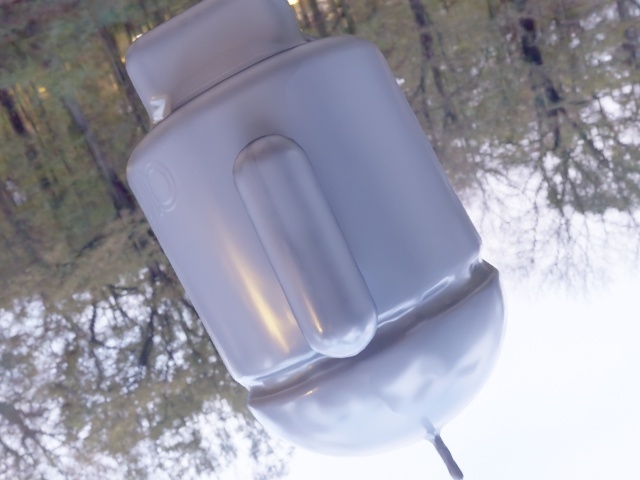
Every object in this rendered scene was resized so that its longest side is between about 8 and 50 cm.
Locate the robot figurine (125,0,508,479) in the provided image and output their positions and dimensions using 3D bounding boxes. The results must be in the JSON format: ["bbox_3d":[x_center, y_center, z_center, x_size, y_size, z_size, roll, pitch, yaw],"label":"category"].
[{"bbox_3d":[0.000,0.000,0.551,0.200,0.353,0.300,-28,179,7],"label":"robot figurine"}]
